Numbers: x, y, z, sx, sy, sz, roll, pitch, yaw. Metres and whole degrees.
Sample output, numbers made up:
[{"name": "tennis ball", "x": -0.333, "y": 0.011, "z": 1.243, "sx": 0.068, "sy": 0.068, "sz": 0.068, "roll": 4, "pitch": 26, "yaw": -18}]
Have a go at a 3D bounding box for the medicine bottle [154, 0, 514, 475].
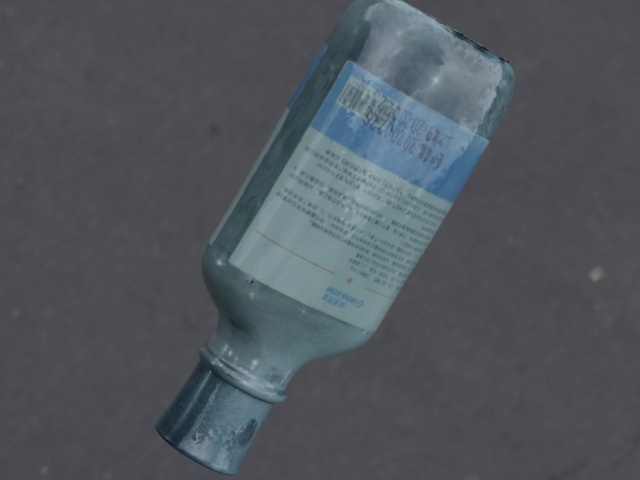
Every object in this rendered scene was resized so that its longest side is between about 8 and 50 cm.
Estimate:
[{"name": "medicine bottle", "x": 0.000, "y": 0.000, "z": 0.835, "sx": 0.090, "sy": 0.208, "sz": 0.054, "roll": 25, "pitch": 9, "yaw": -40}]
